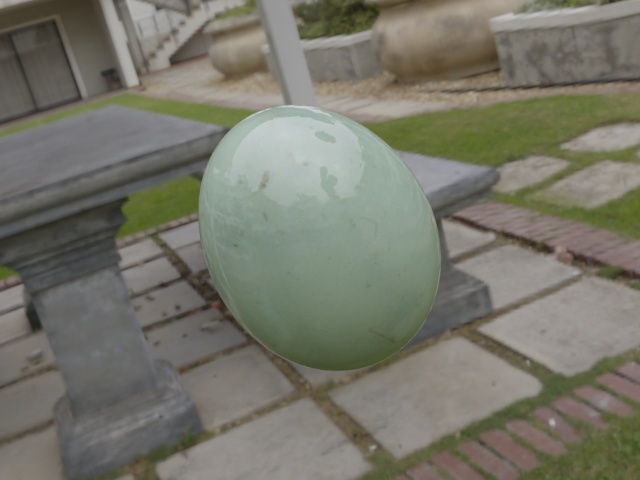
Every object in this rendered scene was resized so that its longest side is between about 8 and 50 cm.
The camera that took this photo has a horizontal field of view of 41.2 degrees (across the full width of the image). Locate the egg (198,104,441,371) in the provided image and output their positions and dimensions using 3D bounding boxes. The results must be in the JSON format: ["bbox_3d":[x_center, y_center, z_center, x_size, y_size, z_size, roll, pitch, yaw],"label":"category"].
[{"bbox_3d":[0.000,0.000,0.556,0.149,0.192,0.149,-19,33,13],"label":"egg"}]
